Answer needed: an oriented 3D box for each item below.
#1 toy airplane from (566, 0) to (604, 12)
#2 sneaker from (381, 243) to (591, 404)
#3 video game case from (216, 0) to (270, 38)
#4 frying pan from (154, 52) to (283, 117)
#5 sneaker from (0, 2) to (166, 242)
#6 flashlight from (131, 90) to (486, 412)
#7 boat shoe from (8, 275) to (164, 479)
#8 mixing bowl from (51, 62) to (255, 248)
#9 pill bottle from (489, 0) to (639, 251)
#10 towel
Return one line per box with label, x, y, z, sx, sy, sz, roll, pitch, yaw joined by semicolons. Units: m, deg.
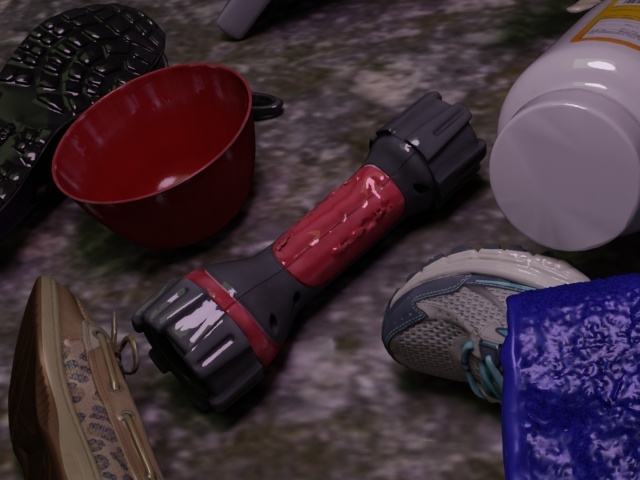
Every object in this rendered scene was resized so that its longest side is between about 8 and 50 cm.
toy airplane;0.347;-0.332;1.257;0.386;0.272;0.384;19;85;24
sneaker;0.156;0.081;1.011;0.283;0.110;0.122;2;51;32
video game case;0.028;-0.387;1.530;0.329;0.036;0.300;-46;16;47
frying pan;-0.205;-0.126;1.504;0.197;0.053;0.326;-42;38;-19
sneaker;-0.256;-0.101;1.430;0.107;0.124;0.283;38;65;11
flashlight;0.000;0.000;1.193;0.304;0.103;0.103;-40;39;-18
boat shoe;-0.172;0.135;1.149;0.089;0.105;0.285;6;37;-22
mixing bowl;-0.126;-0.059;1.334;0.181;0.098;0.181;-15;40;13
pill bottle;0.203;-0.082;1.086;0.136;0.136;0.245;-2;20;27
towel;0.254;0.112;0.872;0.308;0.076;0.228;-9;70;16
